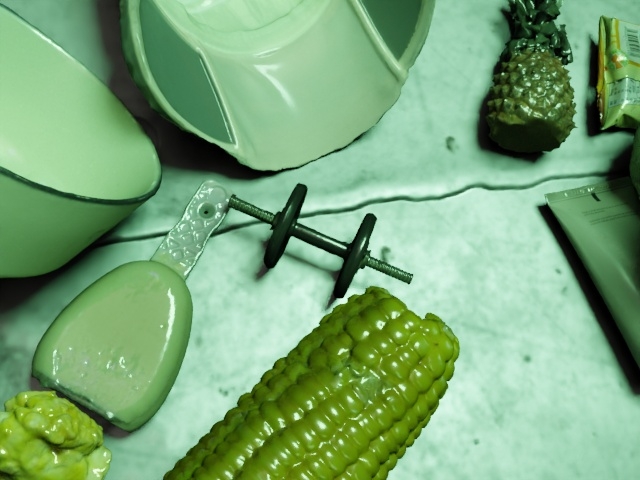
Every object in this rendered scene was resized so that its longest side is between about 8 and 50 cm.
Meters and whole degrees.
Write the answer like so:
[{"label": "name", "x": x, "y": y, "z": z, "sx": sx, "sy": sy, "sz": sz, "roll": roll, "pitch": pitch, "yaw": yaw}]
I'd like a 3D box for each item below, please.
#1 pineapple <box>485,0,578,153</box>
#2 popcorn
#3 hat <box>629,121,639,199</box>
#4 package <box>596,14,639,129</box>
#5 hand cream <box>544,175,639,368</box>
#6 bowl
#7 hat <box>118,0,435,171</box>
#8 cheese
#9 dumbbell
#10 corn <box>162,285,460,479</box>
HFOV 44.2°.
[{"label": "pineapple", "x": 0.177, "y": -0.153, "z": 0.654, "sx": 0.074, "sy": 0.074, "sz": 0.159, "roll": 12, "pitch": 69, "yaw": -3}, {"label": "popcorn", "x": -0.187, "y": 0.134, "z": 0.523, "sx": 0.084, "sy": 0.084, "sz": 0.084, "roll": 2, "pitch": 72, "yaw": -6}, {"label": "hat", "x": 0.300, "y": -0.065, "z": 0.605, "sx": 0.110, "sy": 0.252, "sz": 0.252, "roll": 24, "pitch": 65, "yaw": 44}, {"label": "package", "x": 0.290, "y": -0.138, "z": 0.682, "sx": 0.121, "sy": 0.031, "sz": 0.108, "roll": 8, "pitch": 73, "yaw": -12}, {"label": "hand cream", "x": 0.248, "y": 0.035, "z": 0.614, "sx": 0.087, "sy": 0.054, "sz": 0.186, "roll": -12, "pitch": 66, "yaw": -18}, {"label": "bowl", "x": -0.233, "y": -0.061, "z": 0.510, "sx": 0.238, "sy": 0.238, "sz": 0.126, "roll": 42, "pitch": 107, "yaw": 7}, {"label": "hat", "x": -0.043, "y": -0.193, "z": 0.604, "sx": 0.232, "sy": 0.161, "sz": 0.275, "roll": -26, "pitch": 100, "yaw": -3}, {"label": "cheese", "x": -0.120, "y": 0.037, "z": 0.571, "sx": 0.097, "sy": 0.037, "sz": 0.192, "roll": 30, "pitch": 72, "yaw": 2}, {"label": "dumbbell", "x": 0.000, "y": 0.000, "z": 0.582, "sx": 0.147, "sy": 0.069, "sz": 0.069, "roll": 23, "pitch": 71, "yaw": 1}, {"label": "corn", "x": -0.043, "y": 0.175, "z": 0.497, "sx": 0.120, "sy": 0.120, "sz": 0.363, "roll": 43, "pitch": 71, "yaw": 7}]
